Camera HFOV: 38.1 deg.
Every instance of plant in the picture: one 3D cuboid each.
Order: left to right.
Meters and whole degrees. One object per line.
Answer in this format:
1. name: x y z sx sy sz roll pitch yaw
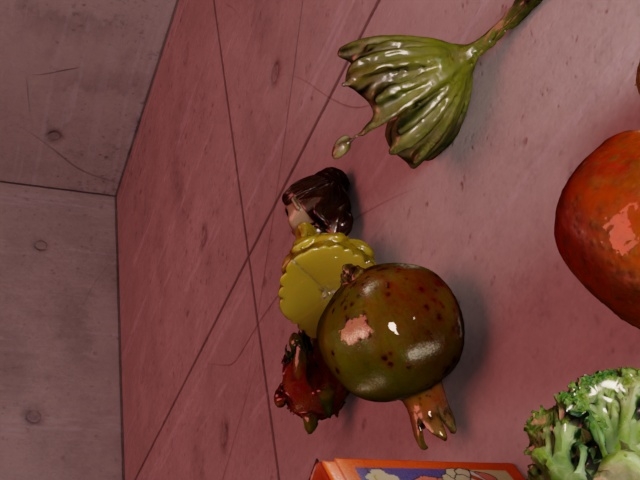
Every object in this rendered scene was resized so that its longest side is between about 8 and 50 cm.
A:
1. plant: 0.191 -0.213 1.214 0.334 0.251 0.180 -17 85 27

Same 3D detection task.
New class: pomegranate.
1. pomegranate: 0.097 0.146 1.204 0.198 0.198 0.246 134 136 -56

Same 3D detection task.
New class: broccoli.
1. broccoli: 0.271 0.216 0.734 0.269 0.242 0.261 42 105 30

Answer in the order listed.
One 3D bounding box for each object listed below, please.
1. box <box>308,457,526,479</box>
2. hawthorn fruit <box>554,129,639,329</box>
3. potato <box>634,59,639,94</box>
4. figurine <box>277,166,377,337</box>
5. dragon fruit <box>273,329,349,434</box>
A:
1. box: 0.125 0.454 0.959 0.348 0.257 0.318 -125 45 -58
2. hawthorn fruit: 0.295 -0.013 0.803 0.189 0.189 0.189 -173 90 -68
3. potato: 0.344 -0.135 0.832 0.091 0.070 0.138 -42 45 12
4. figurine: -0.003 0.003 1.540 0.168 0.187 0.315 -60 24 25
5. dragon fruit: -0.019 0.212 1.528 0.142 0.138 0.175 -136 33 -60
